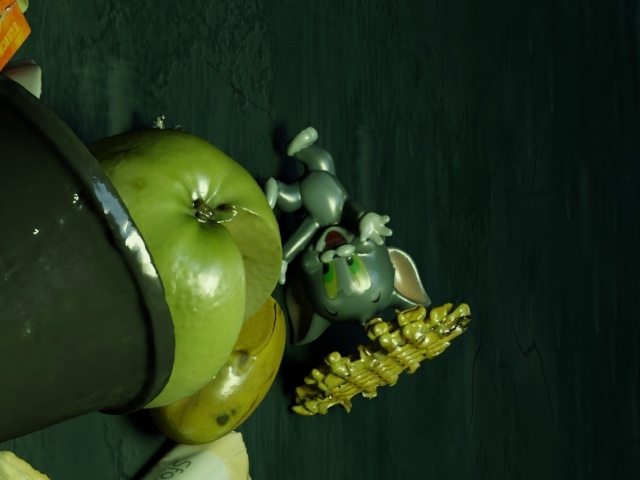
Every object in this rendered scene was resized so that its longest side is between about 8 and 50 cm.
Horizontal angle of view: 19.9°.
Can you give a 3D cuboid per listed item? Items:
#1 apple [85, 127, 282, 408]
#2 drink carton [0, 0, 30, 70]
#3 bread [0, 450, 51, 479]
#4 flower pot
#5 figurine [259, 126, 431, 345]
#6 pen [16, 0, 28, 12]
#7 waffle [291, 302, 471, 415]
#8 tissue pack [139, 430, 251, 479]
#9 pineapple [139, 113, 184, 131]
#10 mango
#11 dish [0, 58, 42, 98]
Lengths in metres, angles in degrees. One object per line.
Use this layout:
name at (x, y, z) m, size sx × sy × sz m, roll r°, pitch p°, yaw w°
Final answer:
apple at (-0.179, 0.025, 1.887) m, size 0.292 × 0.254 × 0.292 m, roll 25°, pitch 44°, yaw -27°
drink carton at (-0.408, -0.291, 1.684) m, size 0.154 × 0.111 × 0.351 m, roll -63°, pitch 142°, yaw -41°
bread at (-0.352, 0.350, 1.495) m, size 0.390 × 0.371 × 0.279 m, roll 59°, pitch 42°, yaw -34°
flower pot at (-0.334, 0.062, 1.619) m, size 0.251 × 0.379 × 0.379 m, roll -38°, pitch 120°, yaw -33°
figurine at (-0.001, -0.003, 2.338) m, size 0.265 × 0.193 × 0.140 m, roll 64°, pitch 1°, yaw 17°
pen at (-0.376, -0.294, 1.844) m, size 0.233 × 0.032 × 0.040 m, roll 41°, pitch 77°, yaw -48°
waffle at (0.074, 0.156, 2.357) m, size 0.228 × 0.231 × 0.051 m, roll -19°, pitch 69°, yaw -36°
tissue pack at (-0.149, 0.340, 2.088) m, size 0.222 × 0.090 × 0.186 m, roll -41°, pitch 123°, yaw -52°
pineapple at (-0.165, -0.039, 2.110) m, size 0.103 × 0.083 × 0.221 m, roll -32°, pitch 115°, yaw -59°
mango at (-0.114, 0.137, 2.111) m, size 0.130 × 0.167 × 0.262 m, roll 36°, pitch 36°, yaw -1°
dish at (-0.335, -0.100, 1.802) m, size 0.066 × 0.190 × 0.191 m, roll 16°, pitch 70°, yaw -19°
